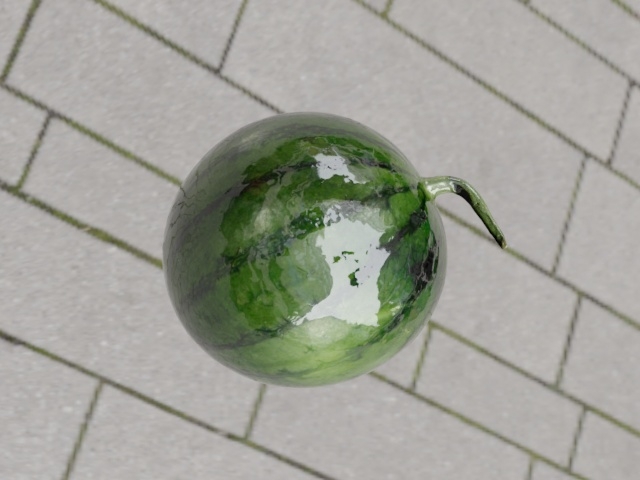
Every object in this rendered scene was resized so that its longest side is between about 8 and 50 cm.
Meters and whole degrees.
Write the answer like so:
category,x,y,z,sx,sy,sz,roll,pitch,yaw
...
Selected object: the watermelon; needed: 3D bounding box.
category,x,y,z,sx,sy,sz,roll,pitch,yaw
watermelon,0.000,0.000,0.931,0.214,0.188,0.188,-32,107,11
